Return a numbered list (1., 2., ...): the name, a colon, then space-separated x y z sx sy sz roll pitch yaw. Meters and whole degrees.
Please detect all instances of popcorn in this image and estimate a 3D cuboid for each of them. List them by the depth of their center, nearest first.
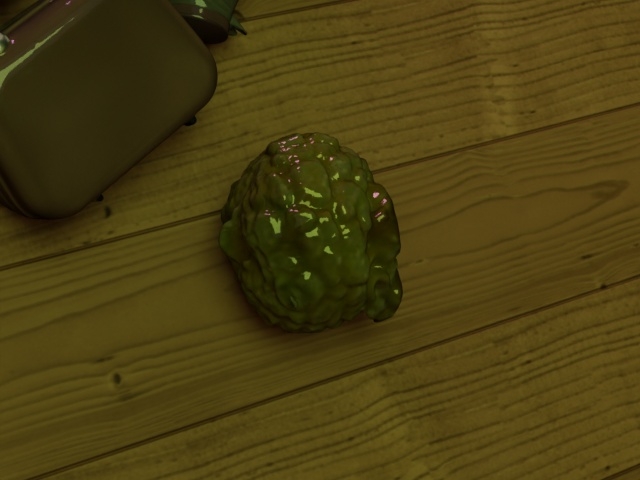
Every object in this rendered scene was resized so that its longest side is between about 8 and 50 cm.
1. popcorn: 0.000 0.000 1.393 0.252 0.206 0.236 31 53 -23

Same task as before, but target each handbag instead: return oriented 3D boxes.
1. handbag: -0.300 -0.202 1.319 0.302 0.149 0.283 -44 119 -22

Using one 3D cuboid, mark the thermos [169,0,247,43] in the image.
1. thermos: -0.152 -0.393 1.467 0.177 0.146 0.264 18 77 -22
